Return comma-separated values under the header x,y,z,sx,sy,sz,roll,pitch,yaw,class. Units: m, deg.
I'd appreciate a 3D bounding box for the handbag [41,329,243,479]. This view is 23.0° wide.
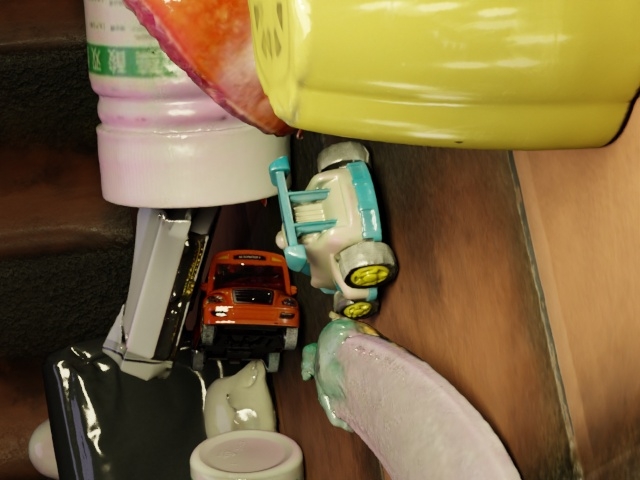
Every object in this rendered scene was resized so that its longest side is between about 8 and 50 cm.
x,y,z,sx,sy,sz,roll,pitch,yaw,class
-0.218,0.269,2.111,0.178,0.275,0.302,160,99,-69,handbag

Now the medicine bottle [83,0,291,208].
x,y,z,sx,sy,sz,roll,pitch,yaw,class
-0.140,-0.209,1.643,0.212,0.212,0.326,-137,44,-72,medicine bottle

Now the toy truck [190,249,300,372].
x,y,z,sx,sy,sz,roll,pitch,yaw,class
-0.089,0.081,1.791,0.253,0.107,0.114,121,152,-74,toy truck

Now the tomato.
x,y,z,sx,sy,sz,roll,pitch,yaw,class
-0.036,-0.236,1.193,0.290,0.176,0.335,61,-163,7,tomato

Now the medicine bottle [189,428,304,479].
x,y,z,sx,sy,sz,roll,pitch,yaw,class
-0.081,0.368,1.834,0.133,0.133,0.274,-127,34,-68,medicine bottle

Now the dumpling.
x,y,z,sx,sy,sz,roll,pitch,yaw,class
-0.097,0.232,1.971,0.150,0.092,0.176,70,-173,-82,dumpling

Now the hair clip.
x,y,z,sx,sy,sz,roll,pitch,yaw,class
0.081,0.159,1.137,0.095,0.110,0.359,44,-172,-33,hair clip

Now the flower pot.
x,y,z,sx,sy,sz,roll,pitch,yaw,class
0.058,-0.135,0.828,0.195,0.179,0.195,172,90,-77,flower pot

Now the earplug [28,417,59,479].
x,y,z,sx,sy,sz,roll,pitch,yaw,class
-0.268,0.285,2.266,0.172,0.301,0.172,175,90,-79,earplug

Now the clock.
x,y,z,sx,sy,sz,roll,pitch,yaw,class
-0.175,0.034,1.769,0.253,0.083,0.186,-85,11,-79,clock

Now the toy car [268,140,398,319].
x,y,z,sx,sy,sz,roll,pitch,yaw,class
0.000,0.000,1.356,0.161,0.098,0.126,109,154,-60,toy car

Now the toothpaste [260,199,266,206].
x,y,z,sx,sy,sz,roll,pitch,yaw,class
-0.091,-0.097,1.906,0.190,0.031,0.048,-126,35,-62,toothpaste
